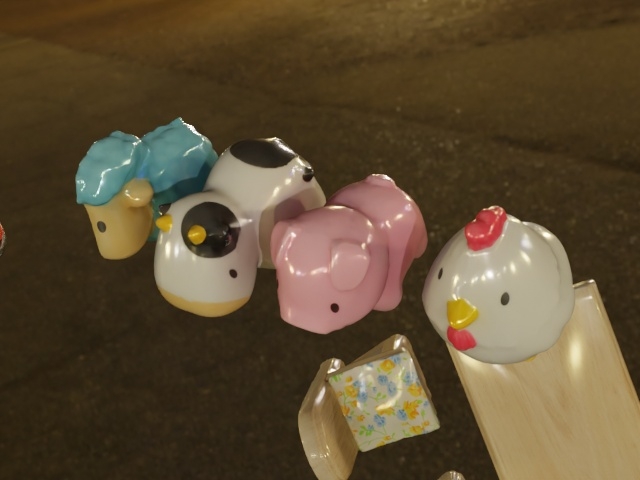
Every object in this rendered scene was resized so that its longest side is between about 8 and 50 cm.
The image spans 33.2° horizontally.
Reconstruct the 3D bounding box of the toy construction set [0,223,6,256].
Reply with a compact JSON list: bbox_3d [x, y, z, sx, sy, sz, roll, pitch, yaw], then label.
[{"bbox_3d":[-0.362,0.004,0.767,0.151,0.327,0.215,-19,13,37],"label":"toy construction set"}]

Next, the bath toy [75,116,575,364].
[{"bbox_3d":[0.000,0.000,0.748,0.348,0.129,0.151,15,68,26],"label":"bath toy"}]

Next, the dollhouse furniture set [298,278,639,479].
[{"bbox_3d":[0.214,0.235,0.788,0.362,0.394,0.256,-20,9,13],"label":"dollhouse furniture set"}]
